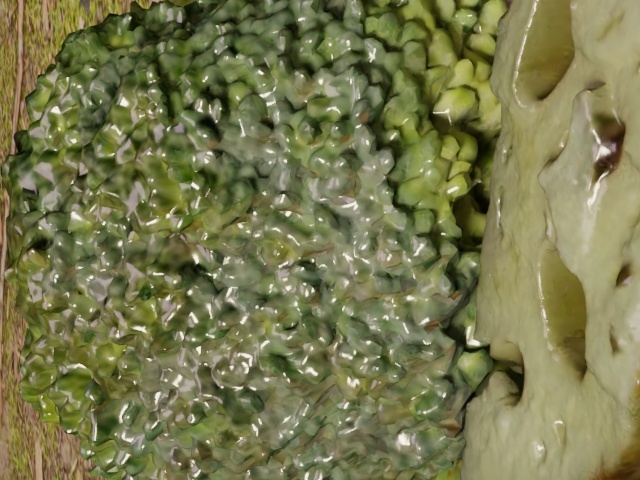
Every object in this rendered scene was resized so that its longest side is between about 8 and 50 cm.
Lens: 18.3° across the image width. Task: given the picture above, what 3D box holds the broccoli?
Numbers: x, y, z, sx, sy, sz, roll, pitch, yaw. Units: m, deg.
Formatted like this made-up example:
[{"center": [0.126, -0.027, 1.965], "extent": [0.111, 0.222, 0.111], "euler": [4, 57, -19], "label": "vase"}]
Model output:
[{"center": [-0.001, 0.015, 0.836], "extent": [0.288, 0.260, 0.235], "euler": [-36, 61, 39], "label": "broccoli"}]

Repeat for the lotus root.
[{"center": [0.125, -0.005, 0.693], "extent": [0.138, 0.119, 0.235], "euler": [-134, 45, -57], "label": "lotus root"}]
